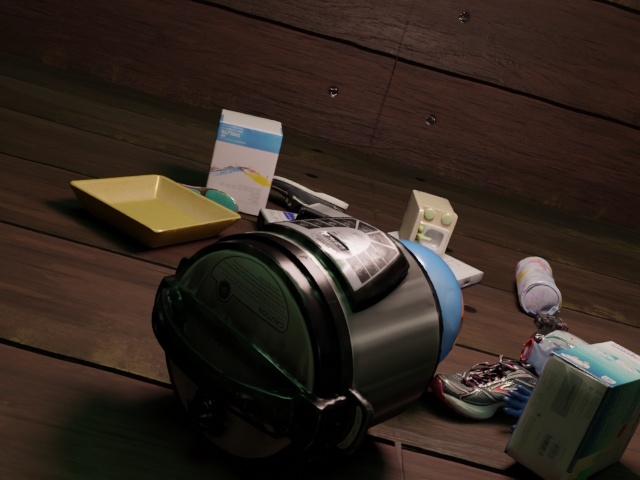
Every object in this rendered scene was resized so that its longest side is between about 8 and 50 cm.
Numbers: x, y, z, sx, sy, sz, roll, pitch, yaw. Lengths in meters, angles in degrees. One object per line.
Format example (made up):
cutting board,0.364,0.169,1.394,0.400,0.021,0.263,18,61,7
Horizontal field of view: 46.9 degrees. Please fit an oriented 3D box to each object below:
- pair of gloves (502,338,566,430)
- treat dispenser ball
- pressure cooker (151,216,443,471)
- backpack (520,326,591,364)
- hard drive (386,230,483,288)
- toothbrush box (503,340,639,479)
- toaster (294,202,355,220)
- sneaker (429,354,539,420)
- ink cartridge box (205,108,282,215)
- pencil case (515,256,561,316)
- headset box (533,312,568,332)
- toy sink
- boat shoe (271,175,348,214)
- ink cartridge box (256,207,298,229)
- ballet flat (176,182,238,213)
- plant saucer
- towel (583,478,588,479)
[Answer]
pair of gloves,0.444,0.301,1.495,0.159,0.198,0.023,29,-9,-24
treat dispenser ball,0.149,0.140,1.517,0.288,0.288,0.288,15,18,-5
pressure cooker,-0.044,0.162,1.185,0.370,0.375,0.420,-19,-8,41
backpack,0.587,0.282,1.754,0.182,0.115,0.152,31,21,31
hard drive,0.317,0.060,2.279,0.318,0.040,0.210,28,22,31
toothbrush box,0.500,0.318,1.382,0.126,0.216,0.295,31,17,37
toaster,0.000,0.000,1.994,0.185,0.168,0.110,23,17,15
sneaker,0.355,0.294,1.529,0.299,0.112,0.121,5,21,-28
ink cartridge box,-0.244,-0.244,2.321,0.197,0.270,0.198,12,19,-9
pencil case,0.657,0.138,2.230,0.124,0.113,0.273,26,19,1
headset box,0.648,0.236,2.065,0.083,0.032,0.062,14,19,-9
toy sink,0.333,-0.042,2.282,0.131,0.153,0.234,16,17,-3
boat shoe,-0.059,-0.132,2.435,0.302,0.091,0.114,22,-1,23
ink cartridge box,0.007,-0.017,2.196,0.371,0.069,0.176,6,20,-19
ballet flat,-0.353,-0.124,2.212,0.221,0.077,0.079,13,1,-7
plant saucer,-0.440,-0.074,1.967,0.333,0.081,0.332,26,22,27
towel,0.482,0.466,1.290,0.102,0.021,0.237,9,18,-37
